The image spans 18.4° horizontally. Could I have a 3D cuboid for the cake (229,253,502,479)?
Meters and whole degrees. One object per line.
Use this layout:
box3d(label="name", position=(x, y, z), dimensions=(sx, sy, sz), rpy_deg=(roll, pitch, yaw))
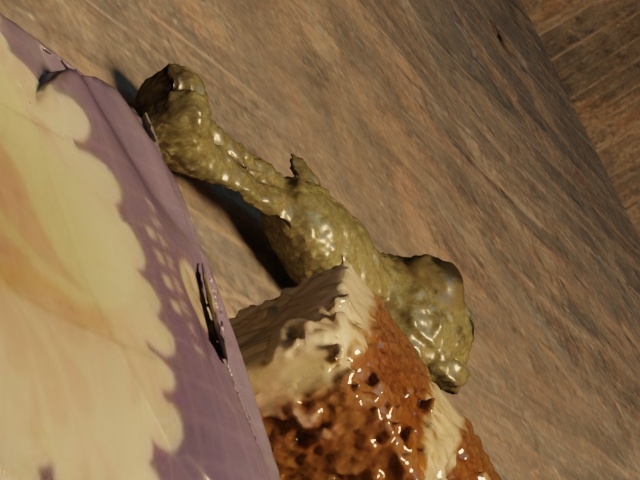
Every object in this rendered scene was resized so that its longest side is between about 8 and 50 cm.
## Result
box3d(label="cake", position=(-0.002, 0.100, 0.907), dimensions=(0.147, 0.134, 0.135), rpy_deg=(64, 12, -10))

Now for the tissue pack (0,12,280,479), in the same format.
box3d(label="tissue pack", position=(-0.157, 0.005, 0.599), dimensions=(0.343, 0.125, 0.242), rpy_deg=(34, 30, -54))

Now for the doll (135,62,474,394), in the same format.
box3d(label="doll", position=(-0.004, -0.007, 1.225), dimensions=(0.286, 0.091, 0.202), rpy_deg=(45, 6, -12))
